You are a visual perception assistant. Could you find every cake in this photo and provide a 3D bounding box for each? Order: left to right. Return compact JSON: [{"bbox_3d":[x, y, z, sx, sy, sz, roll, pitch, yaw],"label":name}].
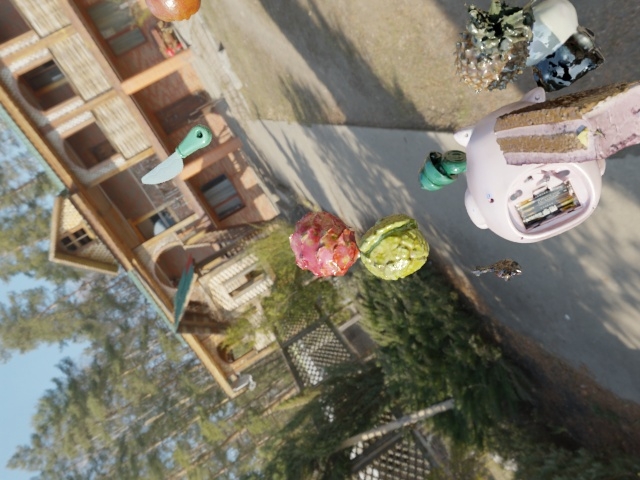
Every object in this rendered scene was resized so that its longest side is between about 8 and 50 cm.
[{"bbox_3d":[0.426,-0.197,0.789,0.116,0.112,0.295,68,163,-10],"label":"cake"}]

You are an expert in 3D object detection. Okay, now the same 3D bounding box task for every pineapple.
[{"bbox_3d":[0.351,-0.405,0.896,0.175,0.175,0.361,58,-154,4],"label":"pineapple"}]

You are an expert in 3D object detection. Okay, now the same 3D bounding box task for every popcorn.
[{"bbox_3d":[0.290,0.031,1.750,0.282,0.282,0.247,59,-161,-2],"label":"popcorn"}]

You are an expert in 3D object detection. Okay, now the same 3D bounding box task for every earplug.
[{"bbox_3d":[0.554,-0.284,1.861,0.280,0.164,0.257,-37,87,45],"label":"earplug"}]

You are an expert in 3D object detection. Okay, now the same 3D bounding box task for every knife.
[{"bbox_3d":[-0.386,-0.215,1.159,0.063,0.260,0.034,55,-157,-1],"label":"knife"}]

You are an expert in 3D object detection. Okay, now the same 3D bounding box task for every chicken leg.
[{"bbox_3d":[0.645,0.106,1.565,0.051,0.105,0.253,67,169,-1],"label":"chicken leg"}]

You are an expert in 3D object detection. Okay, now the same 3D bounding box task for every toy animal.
[{"bbox_3d":[0.733,-0.619,1.372,0.267,0.212,0.212,46,174,-7],"label":"toy animal"}]

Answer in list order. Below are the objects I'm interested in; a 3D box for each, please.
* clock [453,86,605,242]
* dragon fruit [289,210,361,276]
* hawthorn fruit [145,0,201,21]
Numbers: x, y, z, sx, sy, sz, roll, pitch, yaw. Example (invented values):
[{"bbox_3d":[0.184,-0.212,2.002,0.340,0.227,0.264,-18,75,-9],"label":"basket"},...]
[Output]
[{"bbox_3d":[0.567,-0.192,1.193,0.377,0.368,0.250,61,-163,-7],"label":"clock"},{"bbox_3d":[0.000,0.000,1.361,0.205,0.210,0.268,46,-170,-41],"label":"dragon fruit"},{"bbox_3d":[-0.338,-0.576,0.978,0.133,0.132,0.138,51,171,44],"label":"hawthorn fruit"}]
